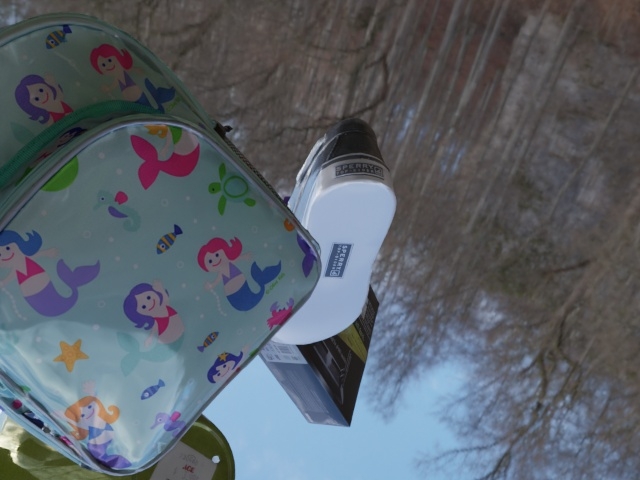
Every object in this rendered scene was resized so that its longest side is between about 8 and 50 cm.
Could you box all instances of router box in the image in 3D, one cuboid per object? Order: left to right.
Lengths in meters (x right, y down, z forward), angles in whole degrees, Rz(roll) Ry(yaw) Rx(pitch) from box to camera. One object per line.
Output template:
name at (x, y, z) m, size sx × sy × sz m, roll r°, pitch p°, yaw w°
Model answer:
router box at (-0.004, 0.117, 1.281) m, size 0.081 × 0.309 × 0.243 m, roll 0°, pitch -128°, yaw 23°

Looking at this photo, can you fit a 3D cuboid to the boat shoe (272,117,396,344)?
boat shoe at (0.000, 0.000, 0.846) m, size 0.108 × 0.301 × 0.102 m, roll 4°, pitch -129°, yaw -11°

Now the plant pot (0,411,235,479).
plant pot at (-0.242, 0.290, 1.022) m, size 0.275 × 0.275 × 0.293 m, roll -20°, pitch -175°, yaw -40°

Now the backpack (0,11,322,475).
backpack at (-0.142, -0.003, 0.489) m, size 0.225 × 0.253 × 0.191 m, roll -46°, pitch -155°, yaw -14°
